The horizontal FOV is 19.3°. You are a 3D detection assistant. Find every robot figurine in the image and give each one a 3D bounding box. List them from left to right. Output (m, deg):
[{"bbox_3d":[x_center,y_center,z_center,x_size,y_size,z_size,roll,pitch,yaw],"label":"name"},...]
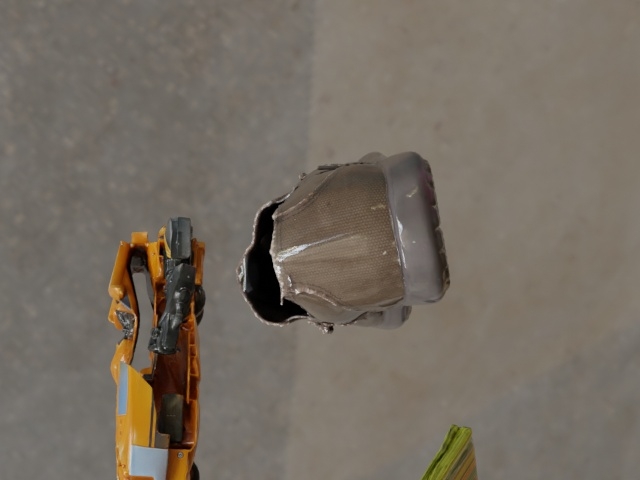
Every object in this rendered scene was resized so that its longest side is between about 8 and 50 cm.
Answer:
[{"bbox_3d":[-0.144,0.122,1.620,0.085,0.291,0.211,3,162,-6],"label":"robot figurine"}]

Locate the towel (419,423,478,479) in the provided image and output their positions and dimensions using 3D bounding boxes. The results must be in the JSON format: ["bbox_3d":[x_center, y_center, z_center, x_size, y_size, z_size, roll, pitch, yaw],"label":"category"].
[{"bbox_3d":[0.118,0.283,1.736,0.102,0.021,0.237,-51,146,-37],"label":"towel"}]

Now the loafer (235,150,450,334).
[{"bbox_3d":[0.000,0.000,1.357,0.130,0.134,0.366,-9,173,-6],"label":"loafer"}]
